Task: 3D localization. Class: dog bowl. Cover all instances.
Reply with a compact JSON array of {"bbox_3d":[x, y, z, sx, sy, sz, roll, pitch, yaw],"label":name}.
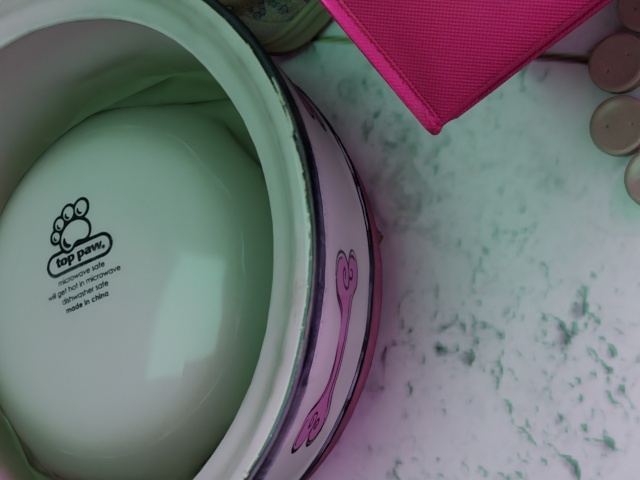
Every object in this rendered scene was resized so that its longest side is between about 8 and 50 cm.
[{"bbox_3d":[-0.139,0.033,0.829,0.408,0.150,0.407,-6,78,30],"label":"dog bowl"}]

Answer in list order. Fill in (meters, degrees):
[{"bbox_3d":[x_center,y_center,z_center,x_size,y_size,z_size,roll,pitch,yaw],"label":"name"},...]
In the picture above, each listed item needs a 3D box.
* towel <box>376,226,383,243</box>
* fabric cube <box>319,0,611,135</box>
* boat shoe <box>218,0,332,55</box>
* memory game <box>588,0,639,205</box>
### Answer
[{"bbox_3d":[0.000,0.000,0.849,0.083,0.009,0.060,35,103,32],"label":"towel"},{"bbox_3d":[0.097,-0.248,0.625,0.258,0.254,0.259,-39,95,23],"label":"fabric cube"},{"bbox_3d":[0.017,-0.248,0.822,0.104,0.089,0.285,44,107,29],"label":"boat shoe"},{"bbox_3d":[0.239,-0.093,0.705,0.186,0.012,0.186,-5,81,33],"label":"memory game"}]
